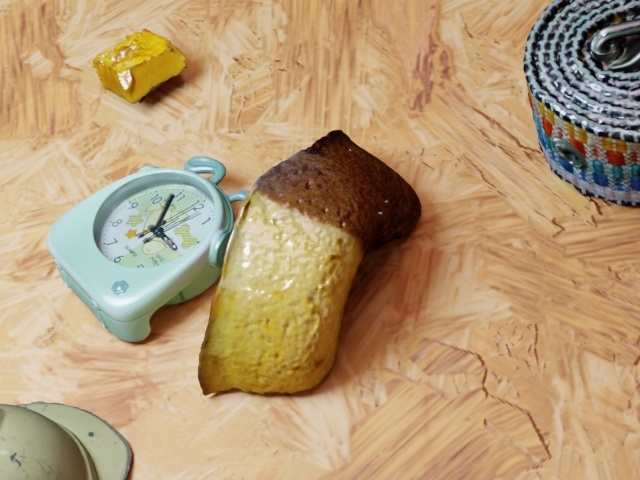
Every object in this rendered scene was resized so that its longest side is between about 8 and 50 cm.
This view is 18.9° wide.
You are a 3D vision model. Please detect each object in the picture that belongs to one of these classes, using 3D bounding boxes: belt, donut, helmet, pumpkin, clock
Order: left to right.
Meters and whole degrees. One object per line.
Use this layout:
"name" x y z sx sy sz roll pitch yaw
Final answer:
"helmet" -0.283 0.203 1.595 0.204 0.137 0.257 11 54 23
"pumpkin" -0.181 -0.173 1.945 0.074 0.054 0.083 -32 29 -17
"clock" -0.147 -0.001 1.784 0.188 0.060 0.148 -33 50 -14
"donut" 0.000 0.000 1.694 0.112 0.151 0.295 19 57 16
"belt" 0.316 -0.143 1.726 0.257 0.150 0.207 -11 57 6
